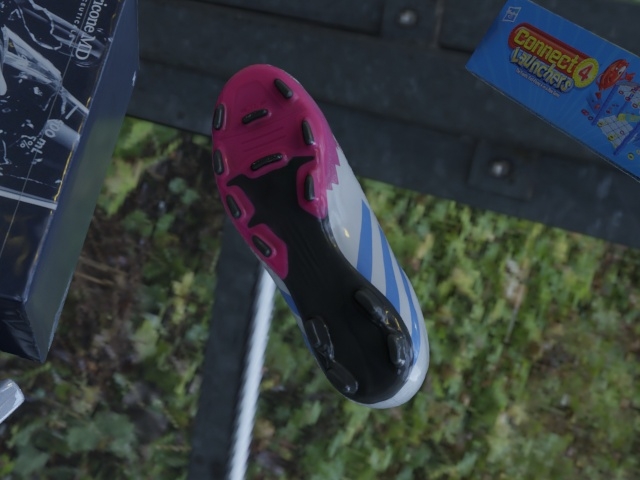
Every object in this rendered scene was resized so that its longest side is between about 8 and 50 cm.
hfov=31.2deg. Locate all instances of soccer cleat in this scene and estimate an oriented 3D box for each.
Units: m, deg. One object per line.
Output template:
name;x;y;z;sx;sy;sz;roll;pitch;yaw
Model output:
soccer cleat;0.000;0.000;1.042;0.331;0.116;0.143;66;14;12

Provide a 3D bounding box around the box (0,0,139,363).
box;-0.358;-0.103;1.044;0.179;0.313;0.343;111;-8;-66

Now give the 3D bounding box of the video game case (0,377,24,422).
video game case;-0.504;0.267;1.208;0.036;0.329;0.300;59;44;-16

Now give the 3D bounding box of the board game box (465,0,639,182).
board game box;0.333;-0.082;1.049;0.308;0.302;0.086;23;104;-36
